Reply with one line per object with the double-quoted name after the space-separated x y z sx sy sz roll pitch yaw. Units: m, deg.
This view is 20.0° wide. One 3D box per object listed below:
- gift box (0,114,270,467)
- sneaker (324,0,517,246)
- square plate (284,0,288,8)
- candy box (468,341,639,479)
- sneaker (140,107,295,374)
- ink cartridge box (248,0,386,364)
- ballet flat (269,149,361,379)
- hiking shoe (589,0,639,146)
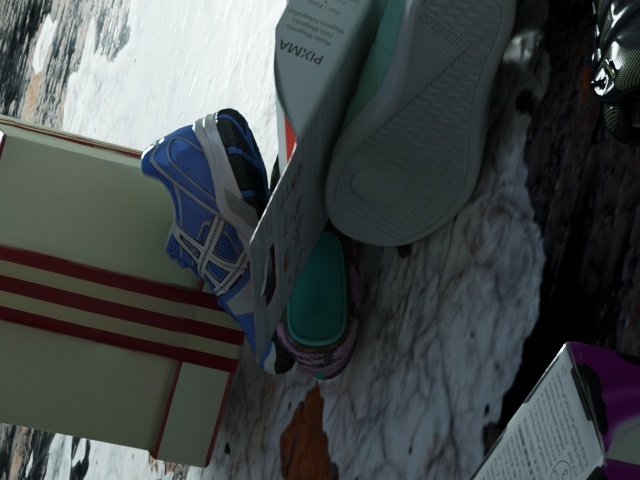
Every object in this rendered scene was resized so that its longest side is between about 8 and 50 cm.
-0.179 0.021 1.491 0.276 0.258 0.255 -137 63 -69 "gift box"
0.076 -0.118 1.198 0.151 0.094 0.256 -77 7 -47 "sneaker"
0.056 -0.316 1.347 0.344 0.049 0.347 128 153 -54 "square plate"
0.126 0.161 0.797 0.071 0.159 0.233 -100 31 -47 "candy box"
-0.067 0.005 1.356 0.080 0.081 0.211 -70 -36 -67 "sneaker"
-0.019 -0.060 1.213 0.232 0.066 0.189 -60 -14 -24 "ink cartridge box"
0.000 0.000 1.334 0.079 0.076 0.222 91 -179 -63 "ballet flat"
0.167 -0.112 0.955 0.114 0.086 0.227 -66 25 17 "hiking shoe"
